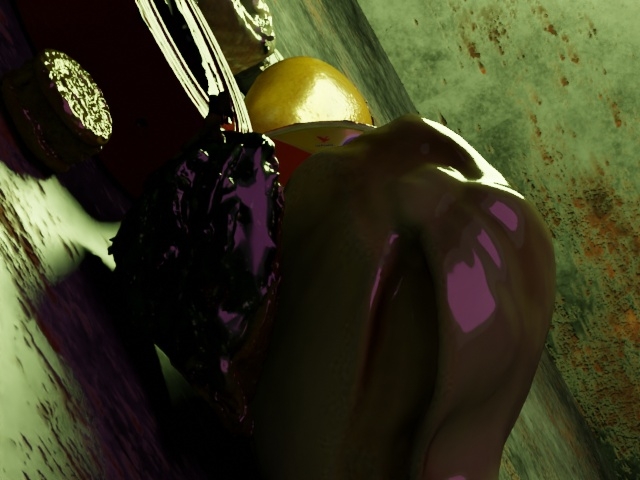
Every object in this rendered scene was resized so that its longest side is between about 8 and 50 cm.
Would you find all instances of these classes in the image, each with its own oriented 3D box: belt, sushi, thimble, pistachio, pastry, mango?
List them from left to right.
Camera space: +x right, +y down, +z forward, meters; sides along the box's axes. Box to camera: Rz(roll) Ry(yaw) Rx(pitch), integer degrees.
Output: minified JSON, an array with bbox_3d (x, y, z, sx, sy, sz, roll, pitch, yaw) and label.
[{"bbox_3d":[-0.216,-0.108,1.422,0.097,0.057,0.109,55,13,-29],"label":"pastry"},{"bbox_3d":[-0.181,-0.191,1.615,0.323,0.115,0.227,61,11,-6],"label":"belt"},{"bbox_3d":[-0.152,-0.268,1.831,0.229,0.148,0.196,59,12,-30],"label":"thimble"},{"bbox_3d":[-0.105,0.025,1.428,0.140,0.149,0.287,108,-10,-68],"label":"sushi"},{"bbox_3d":[-0.025,-0.114,2.065,0.257,0.138,0.187,-56,138,-61],"label":"mango"},{"bbox_3d":[0.070,0.107,1.537,0.365,0.282,0.445,75,16,-84],"label":"pistachio"}]

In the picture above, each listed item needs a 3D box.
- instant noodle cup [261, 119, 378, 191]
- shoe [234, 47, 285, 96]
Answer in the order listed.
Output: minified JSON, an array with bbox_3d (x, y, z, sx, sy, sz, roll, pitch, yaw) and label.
[{"bbox_3d":[0.000,0.000,1.801,0.213,0.213,0.174,44,31,-58],"label":"instant noodle cup"},{"bbox_3d":[-0.108,-0.248,2.179,0.194,0.074,0.077,62,23,7],"label":"shoe"}]
